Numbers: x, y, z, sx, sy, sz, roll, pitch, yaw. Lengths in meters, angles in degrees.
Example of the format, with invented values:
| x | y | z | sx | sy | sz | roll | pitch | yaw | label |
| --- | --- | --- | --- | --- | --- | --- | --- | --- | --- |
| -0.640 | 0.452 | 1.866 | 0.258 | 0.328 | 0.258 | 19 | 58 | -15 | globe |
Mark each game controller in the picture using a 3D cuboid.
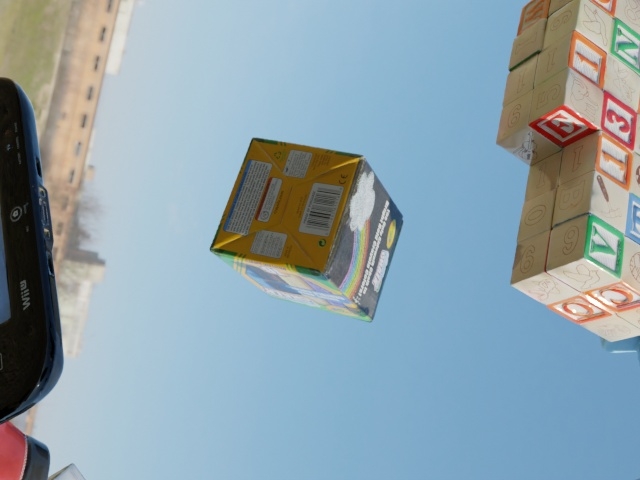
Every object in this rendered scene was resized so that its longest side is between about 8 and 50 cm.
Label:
| x | y | z | sx | sy | sz | roll | pitch | yaw | label |
| --- | --- | --- | --- | --- | --- | --- | --- | --- | --- |
| -0.297 | 0.011 | 0.760 | 0.166 | 0.067 | 0.319 | -33 | -121 | 30 | game controller |

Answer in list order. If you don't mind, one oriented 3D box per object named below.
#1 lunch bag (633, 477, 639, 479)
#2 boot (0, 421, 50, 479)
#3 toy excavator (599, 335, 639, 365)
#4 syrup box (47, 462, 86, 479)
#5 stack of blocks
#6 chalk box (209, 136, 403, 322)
| x | y | z | sx | sy | sz | roll | pitch | yaw | label |
| --- | --- | --- | --- | --- | --- | --- | --- | --- | --- |
| 0.129 | 0.241 | 0.456 | 0.235 | 0.286 | 0.169 | 142 | -63 | -77 | lunch bag |
| -0.342 | 0.263 | 0.805 | 0.088 | 0.176 | 0.244 | -11 | -139 | 32 | boot |
| 0.430 | 0.152 | 1.006 | 0.433 | 0.222 | 0.446 | 84 | 4 | -57 | toy excavator |
| -0.332 | 0.346 | 0.936 | 0.093 | 0.096 | 0.237 | -33 | -177 | 24 | syrup box |
| 0.253 | -0.081 | 0.802 | 0.087 | 0.171 | 0.297 | -29 | -141 | 54 | stack of blocks |
| 0.000 | 0.000 | 1.291 | 0.180 | 0.179 | 0.289 | -71 | 156 | -15 | chalk box |
